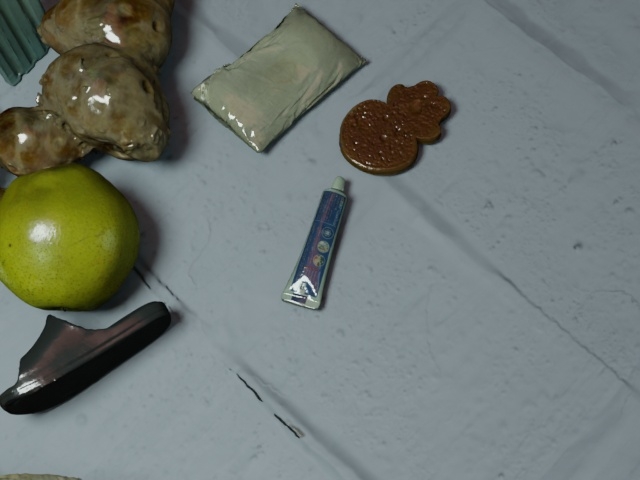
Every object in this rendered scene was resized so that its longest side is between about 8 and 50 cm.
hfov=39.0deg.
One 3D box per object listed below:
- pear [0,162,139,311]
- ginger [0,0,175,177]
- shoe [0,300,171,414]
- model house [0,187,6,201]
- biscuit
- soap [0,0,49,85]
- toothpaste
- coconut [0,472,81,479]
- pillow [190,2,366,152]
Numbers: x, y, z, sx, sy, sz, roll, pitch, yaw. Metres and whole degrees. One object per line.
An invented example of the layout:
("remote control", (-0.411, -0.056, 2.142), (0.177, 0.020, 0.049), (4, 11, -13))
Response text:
("pear", (-0.338, -0.003, 1.191), (0.198, 0.198, 0.198), (-1, 69, 2))
("ginger", (-0.315, -0.250, 1.293), (0.256, 0.176, 0.375), (8, 70, 16))
("shoe", (-0.317, 0.134, 1.183), (0.241, 0.108, 0.093), (-31, 74, -17))
("model house", (-0.539, 0.000, 1.244), (0.219, 0.207, 0.136), (7, 104, -3))
("biscuit", (0.109, -0.163, 1.319), (0.175, 0.026, 0.124), (-33, 73, -9))
("soap", (-0.461, -0.324, 1.311), (0.063, 0.198, 0.115), (35, 72, 13))
("toothpaste", (0.000, 0.000, 1.258), (0.057, 0.035, 0.197), (14, 74, 13))
("coconut", (-0.417, 0.429, 0.931), (0.404, 0.404, 0.405), (-1, 69, 2))
("pillow", (-0.062, -0.244, 1.347), (0.229, 0.050, 0.148), (-43, 80, -13))
